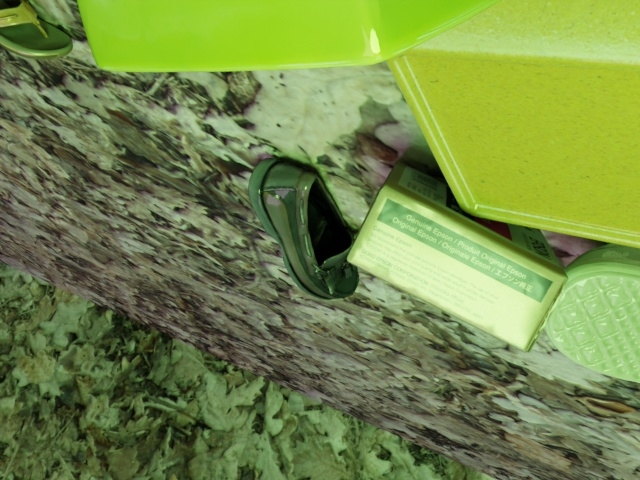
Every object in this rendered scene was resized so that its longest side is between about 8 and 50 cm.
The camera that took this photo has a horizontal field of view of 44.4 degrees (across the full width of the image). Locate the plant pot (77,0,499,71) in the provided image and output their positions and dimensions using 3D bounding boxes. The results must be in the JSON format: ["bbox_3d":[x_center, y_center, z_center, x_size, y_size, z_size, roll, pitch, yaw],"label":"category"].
[{"bbox_3d":[-0.010,-0.224,0.415,0.228,0.227,0.207,9,125,42],"label":"plant pot"}]

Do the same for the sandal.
[{"bbox_3d":[-0.401,-0.293,1.001,0.180,0.072,0.049,35,137,-7],"label":"sandal"}]

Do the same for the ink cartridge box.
[{"bbox_3d":[0.141,0.003,0.826,0.193,0.088,0.235,26,-166,2],"label":"ink cartridge box"}]

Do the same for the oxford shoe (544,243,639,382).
[{"bbox_3d":[0.446,0.109,0.820,0.449,0.169,0.130,19,-160,3],"label":"oxford shoe"}]

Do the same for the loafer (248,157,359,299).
[{"bbox_3d":[0.000,0.000,1.131,0.095,0.109,0.303,8,149,33],"label":"loafer"}]

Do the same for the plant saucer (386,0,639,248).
[{"bbox_3d":[0.200,-0.093,0.612,0.332,0.081,0.333,13,157,35],"label":"plant saucer"}]
